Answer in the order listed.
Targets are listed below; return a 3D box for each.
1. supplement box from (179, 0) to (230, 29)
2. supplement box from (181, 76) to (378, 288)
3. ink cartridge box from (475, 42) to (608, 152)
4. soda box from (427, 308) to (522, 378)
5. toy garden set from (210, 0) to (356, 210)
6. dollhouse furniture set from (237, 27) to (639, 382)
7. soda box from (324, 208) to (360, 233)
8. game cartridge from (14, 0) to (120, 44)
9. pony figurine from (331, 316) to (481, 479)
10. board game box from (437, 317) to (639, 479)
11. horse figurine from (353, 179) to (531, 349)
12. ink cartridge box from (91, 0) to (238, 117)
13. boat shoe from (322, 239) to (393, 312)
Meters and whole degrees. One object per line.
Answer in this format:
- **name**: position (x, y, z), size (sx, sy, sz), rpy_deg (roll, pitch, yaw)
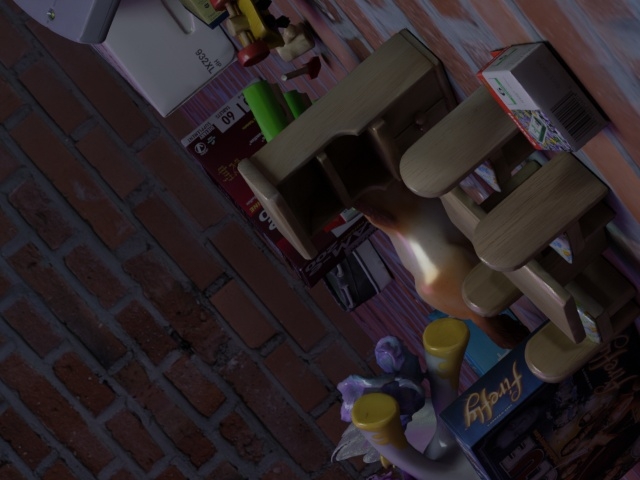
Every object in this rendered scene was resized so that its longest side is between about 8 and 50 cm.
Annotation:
- **supplement box**: position (-0.123, -0.268, 1.709), size (0.083, 0.056, 0.083), rpy_deg (52, 175, -33)
- **supplement box**: position (-0.046, -0.072, 2.106), size (0.239, 0.130, 0.073), rpy_deg (46, 174, 22)
- **ink cartridge box**: position (0.126, -0.085, 1.030), size (0.063, 0.029, 0.115), rpy_deg (50, 175, -10)
- **soda box**: position (0.210, 0.140, 1.831), size (0.210, 0.067, 0.071), rpy_deg (50, 175, -4)
- **toy garden set**: position (0.000, -0.127, 1.532), size (0.203, 0.049, 0.244), rpy_deg (63, -162, 11)
- **dollhouse furniture set**: position (0.085, -0.007, 1.228), size (0.242, 0.161, 0.212), rpy_deg (47, 174, 29)
- **soda box**: position (0.020, -0.071, 1.800), size (0.092, 0.083, 0.263), rpy_deg (50, 176, -2)
- **game cartridge**: position (-0.310, -0.362, 1.953), size (0.060, 0.196, 0.294), rpy_deg (-3, -139, -47)
- **pony figurine**: position (0.146, 0.230, 1.684), size (0.363, 0.351, 0.302), rpy_deg (66, -156, -49)
- **board game box**: position (0.200, 0.150, 1.407), size (0.042, 0.165, 0.243), rpy_deg (46, 175, 34)
- **horse figurine**: position (0.094, -0.004, 1.397), size (0.263, 0.066, 0.174), rpy_deg (51, -154, 3)
- **ink cartridge box**: position (-0.267, -0.321, 2.165), size (0.307, 0.129, 0.223), rpy_deg (43, 172, 49)
- **boat shoe**: position (0.000, 0.000, 2.423), size (0.108, 0.102, 0.301), rpy_deg (45, 174, 40)
